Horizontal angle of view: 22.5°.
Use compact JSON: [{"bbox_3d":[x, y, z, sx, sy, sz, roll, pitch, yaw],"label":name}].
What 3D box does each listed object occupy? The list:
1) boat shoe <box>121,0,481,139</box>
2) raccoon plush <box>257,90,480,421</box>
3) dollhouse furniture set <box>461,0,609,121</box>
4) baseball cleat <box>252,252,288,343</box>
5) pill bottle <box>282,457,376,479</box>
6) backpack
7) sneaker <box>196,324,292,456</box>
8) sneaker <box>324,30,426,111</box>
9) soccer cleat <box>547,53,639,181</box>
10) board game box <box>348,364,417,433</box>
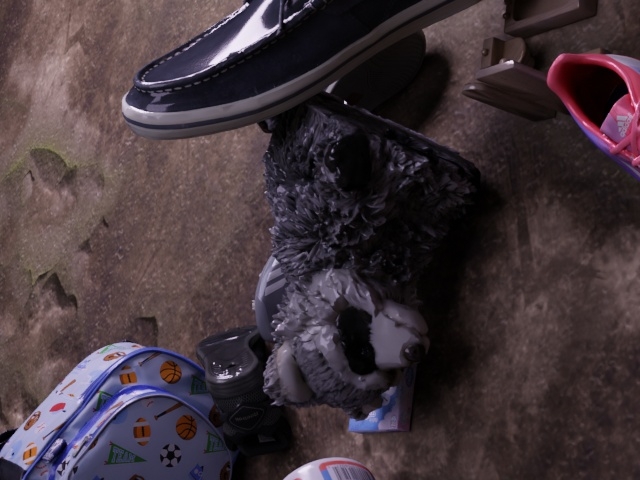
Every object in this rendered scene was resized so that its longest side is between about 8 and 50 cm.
[{"bbox_3d":[0.007,-0.264,1.662,0.500,0.156,0.187,-29,27,-1],"label":"boat shoe"},{"bbox_3d":[0.000,0.000,1.760,0.299,0.216,0.446,-67,26,12],"label":"raccoon plush"},{"bbox_3d":[0.200,-0.211,1.615,0.144,0.123,0.151,-11,67,55],"label":"dollhouse furniture set"},{"bbox_3d":[-0.016,0.030,1.892,0.109,0.072,0.206,20,98,50],"label":"baseball cleat"},{"bbox_3d":[0.035,0.336,1.629,0.124,0.124,0.221,-58,35,24],"label":"pill bottle"},{"bbox_3d":[-0.229,0.257,1.944,0.213,0.276,0.263,-1,49,50],"label":"backpack"},{"bbox_3d":[-0.092,0.180,1.922,0.227,0.087,0.130,-117,12,-74],"label":"sneaker"},{"bbox_3d":[0.039,-0.217,1.902,0.222,0.083,0.118,-42,44,42],"label":"sneaker"},{"bbox_3d":[0.310,-0.075,1.392,0.109,0.116,0.318,-62,34,18],"label":"soccer cleat"},{"bbox_3d":[0.068,0.164,1.750,0.090,0.020,0.090,-13,66,54],"label":"board game box"}]
